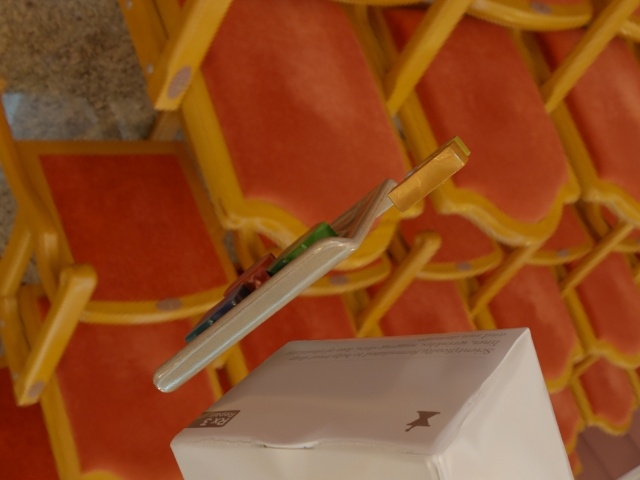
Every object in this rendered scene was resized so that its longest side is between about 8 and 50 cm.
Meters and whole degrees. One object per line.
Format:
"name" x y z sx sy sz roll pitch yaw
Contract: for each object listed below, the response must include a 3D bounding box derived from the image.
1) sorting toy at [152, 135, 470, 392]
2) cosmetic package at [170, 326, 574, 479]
"sorting toy" 0.000 0.000 0.773 0.307 0.041 0.229 -39 -178 21
"cosmetic package" 0.075 0.264 0.623 0.217 0.384 0.156 -6 -163 37
